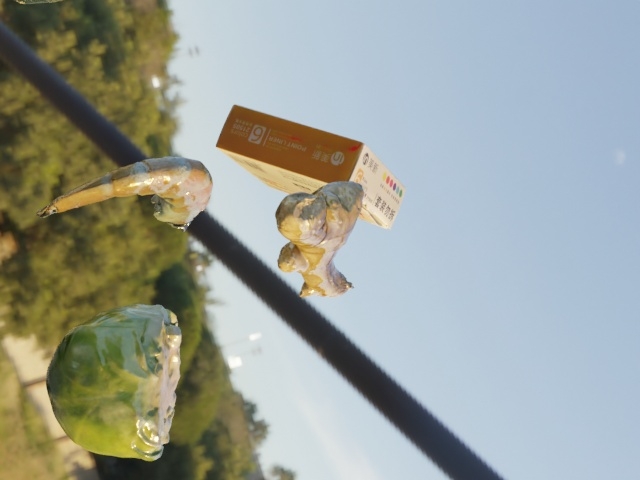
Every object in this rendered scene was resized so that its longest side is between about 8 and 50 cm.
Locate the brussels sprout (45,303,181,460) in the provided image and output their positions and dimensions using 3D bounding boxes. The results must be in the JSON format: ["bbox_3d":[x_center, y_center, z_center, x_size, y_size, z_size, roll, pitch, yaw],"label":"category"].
[{"bbox_3d":[-0.200,0.131,1.062,0.149,0.122,0.152,-138,-124,-88],"label":"brussels sprout"}]

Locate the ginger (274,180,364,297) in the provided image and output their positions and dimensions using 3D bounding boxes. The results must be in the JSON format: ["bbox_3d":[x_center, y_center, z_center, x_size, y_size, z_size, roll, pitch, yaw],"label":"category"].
[{"bbox_3d":[0.000,0.000,1.532,0.081,0.148,0.334,32,-23,16],"label":"ginger"}]

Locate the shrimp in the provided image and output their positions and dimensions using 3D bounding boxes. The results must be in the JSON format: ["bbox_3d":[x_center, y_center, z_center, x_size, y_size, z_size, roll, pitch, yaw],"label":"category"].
[{"bbox_3d":[-0.266,-0.071,1.686,0.185,0.287,0.068,-35,-108,40],"label":"shrimp"}]

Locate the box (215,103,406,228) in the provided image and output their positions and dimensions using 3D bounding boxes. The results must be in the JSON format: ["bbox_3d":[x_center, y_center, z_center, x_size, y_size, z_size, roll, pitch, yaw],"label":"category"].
[{"bbox_3d":[-0.012,-0.123,1.875,0.273,0.091,0.221,21,-8,26],"label":"box"}]

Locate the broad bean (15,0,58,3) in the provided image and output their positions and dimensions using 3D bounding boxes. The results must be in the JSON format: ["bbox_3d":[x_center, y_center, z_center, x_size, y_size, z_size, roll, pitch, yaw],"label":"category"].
[{"bbox_3d":[-0.245,-0.268,1.069,0.325,0.075,0.067,4,-48,46],"label":"broad bean"}]
